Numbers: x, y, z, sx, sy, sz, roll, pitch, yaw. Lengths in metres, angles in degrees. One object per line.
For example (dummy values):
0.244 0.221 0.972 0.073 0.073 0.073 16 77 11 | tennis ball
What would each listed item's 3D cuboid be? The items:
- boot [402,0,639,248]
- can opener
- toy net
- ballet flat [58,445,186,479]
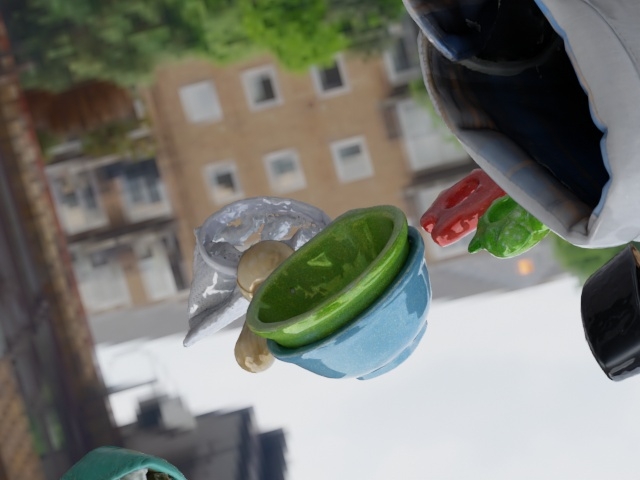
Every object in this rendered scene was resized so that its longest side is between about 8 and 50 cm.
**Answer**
0.079 -0.103 0.634 0.123 0.258 0.095 -5 139 -32 | boot
0.143 0.052 0.657 0.073 0.059 0.186 -45 -156 20 | can opener
0.000 0.000 0.740 0.122 0.045 0.232 -44 -161 -14 | toy net
-0.151 0.192 1.065 0.087 0.083 0.247 -5 -157 31 | ballet flat
